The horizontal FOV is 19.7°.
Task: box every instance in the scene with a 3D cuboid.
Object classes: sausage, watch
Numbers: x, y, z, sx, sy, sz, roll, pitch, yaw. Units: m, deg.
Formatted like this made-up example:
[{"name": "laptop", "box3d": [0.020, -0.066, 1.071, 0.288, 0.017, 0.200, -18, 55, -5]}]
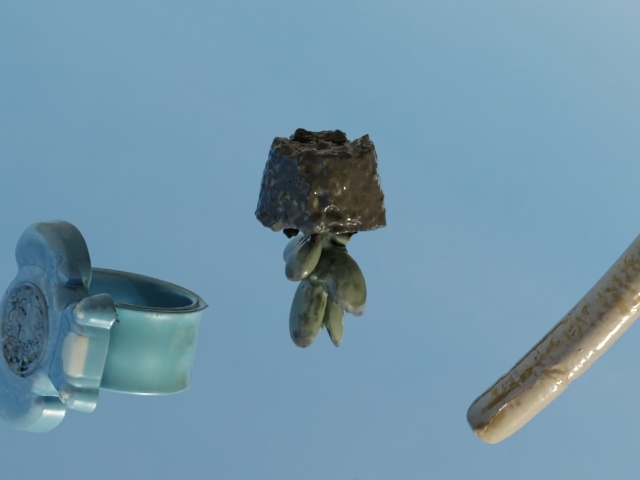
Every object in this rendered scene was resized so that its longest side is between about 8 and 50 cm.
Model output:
[{"name": "sausage", "box3d": [0.268, 0.108, 1.964, 0.066, 0.301, 0.066, 35, -158, -16]}, {"name": "watch", "box3d": [-0.206, 0.091, 1.801, 0.193, 0.211, 0.211, 2, -141, -41]}]

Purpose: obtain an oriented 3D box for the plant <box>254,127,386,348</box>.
[{"name": "plant", "box3d": [-0.002, -0.001, 2.297, 0.146, 0.275, 0.149, -18, -151, -32]}]
